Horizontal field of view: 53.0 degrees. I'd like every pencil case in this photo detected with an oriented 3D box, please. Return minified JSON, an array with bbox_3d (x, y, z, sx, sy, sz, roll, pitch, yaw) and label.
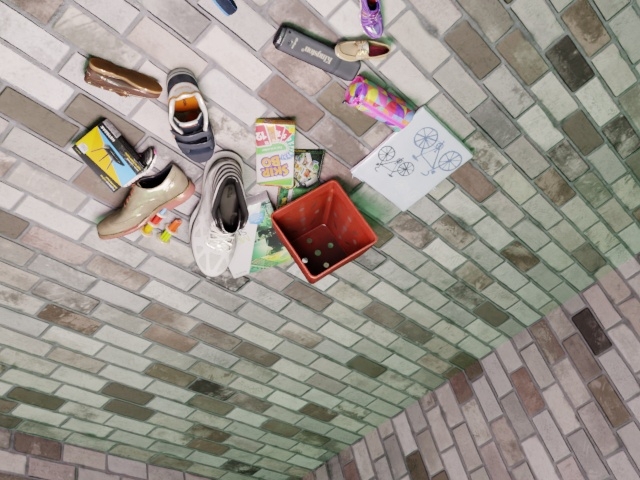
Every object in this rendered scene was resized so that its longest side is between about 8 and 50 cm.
[{"bbox_3d":[0.183,-0.422,2.005,0.236,0.104,0.104,19,125,-33],"label":"pencil case"}]

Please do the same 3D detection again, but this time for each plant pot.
[{"bbox_3d":[0.000,0.000,2.220,0.267,0.267,0.236,-30,164,-17],"label":"plant pot"}]

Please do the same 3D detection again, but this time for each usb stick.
[{"bbox_3d":[-0.006,-0.540,1.864,0.277,0.045,0.077,16,126,-30],"label":"usb stick"}]

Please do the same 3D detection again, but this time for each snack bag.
[{"bbox_3d":[0.321,-0.271,2.242,0.342,0.037,0.323,-41,131,21],"label":"snack bag"}]

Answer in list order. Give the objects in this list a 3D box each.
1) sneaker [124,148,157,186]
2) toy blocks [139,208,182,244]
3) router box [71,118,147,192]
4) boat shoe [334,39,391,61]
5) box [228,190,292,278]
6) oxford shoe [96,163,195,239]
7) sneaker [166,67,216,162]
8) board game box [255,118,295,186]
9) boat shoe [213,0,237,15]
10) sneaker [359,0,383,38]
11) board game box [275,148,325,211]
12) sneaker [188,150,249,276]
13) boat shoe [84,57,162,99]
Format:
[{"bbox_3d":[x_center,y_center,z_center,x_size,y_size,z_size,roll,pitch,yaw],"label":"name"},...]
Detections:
[{"bbox_3d":[-0.576,-0.231,1.970,0.170,0.063,0.074,-32,141,21],"label":"sneaker"},{"bbox_3d":[-0.521,-0.064,2.161,0.123,0.054,0.148,25,121,-35],"label":"toy blocks"},{"bbox_3d":[-0.622,-0.249,1.902,0.133,0.046,0.179,-34,108,17],"label":"router box"},{"bbox_3d":[0.126,-0.557,1.867,0.169,0.063,0.059,-6,178,-23],"label":"boat shoe"},{"bbox_3d":[-0.253,-0.014,2.294,0.232,0.059,0.322,-18,137,0],"label":"box"},{"bbox_3d":[-0.578,-0.129,2.043,0.348,0.123,0.130,-32,131,0],"label":"oxford shoe"},{"bbox_3d":[-0.383,-0.334,1.891,0.126,0.128,0.321,-15,137,-5],"label":"sneaker"},{"bbox_3d":[-0.146,-0.271,2.070,0.124,0.039,0.260,3,135,-1],"label":"board game box"},{"bbox_3d":[-0.271,-0.680,1.600,0.089,0.109,0.258,-30,137,7],"label":"boat shoe"},{"bbox_3d":[0.142,-0.636,1.799,0.068,0.071,0.170,-20,137,2],"label":"sneaker"},{"bbox_3d":[-0.073,-0.200,2.191,0.136,0.030,0.260,-3,134,-18],"label":"board game box"},{"bbox_3d":[-0.330,-0.036,2.041,0.169,0.258,0.448,5,118,-13],"label":"sneaker"},{"bbox_3d":[-0.546,-0.435,1.778,0.206,0.073,0.073,18,127,-23],"label":"boat shoe"}]
